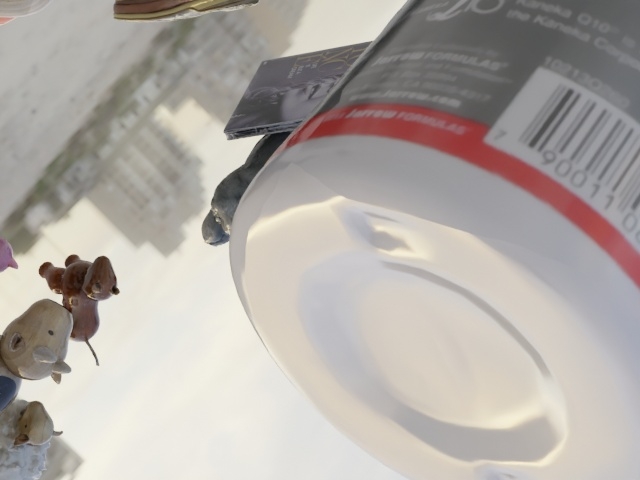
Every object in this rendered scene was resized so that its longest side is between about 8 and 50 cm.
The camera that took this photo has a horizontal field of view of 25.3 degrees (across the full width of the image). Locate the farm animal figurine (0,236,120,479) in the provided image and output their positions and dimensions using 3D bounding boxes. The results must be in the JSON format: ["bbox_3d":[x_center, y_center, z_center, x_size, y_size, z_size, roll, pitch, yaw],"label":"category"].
[{"bbox_3d":[-0.340,0.104,1.390,0.172,0.330,0.327,33,-83,43],"label":"farm animal figurine"}]

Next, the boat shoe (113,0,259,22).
[{"bbox_3d":[-0.144,-0.264,1.493,0.178,0.060,0.064,-4,-172,32],"label":"boat shoe"}]

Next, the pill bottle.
[{"bbox_3d":[0.107,-0.054,0.516,0.283,0.161,0.161,-51,-167,-32],"label":"pill bottle"}]

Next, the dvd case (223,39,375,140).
[{"bbox_3d":[0.013,-0.177,1.605,0.221,0.018,0.164,-7,-147,21],"label":"dvd case"}]

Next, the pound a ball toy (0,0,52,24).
[{"bbox_3d":[-0.175,-0.224,0.976,0.319,0.208,0.136,-83,178,-65],"label":"pound a ball toy"}]

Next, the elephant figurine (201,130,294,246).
[{"bbox_3d":[0.000,0.000,1.620,0.169,0.239,0.186,-43,162,-37],"label":"elephant figurine"}]
